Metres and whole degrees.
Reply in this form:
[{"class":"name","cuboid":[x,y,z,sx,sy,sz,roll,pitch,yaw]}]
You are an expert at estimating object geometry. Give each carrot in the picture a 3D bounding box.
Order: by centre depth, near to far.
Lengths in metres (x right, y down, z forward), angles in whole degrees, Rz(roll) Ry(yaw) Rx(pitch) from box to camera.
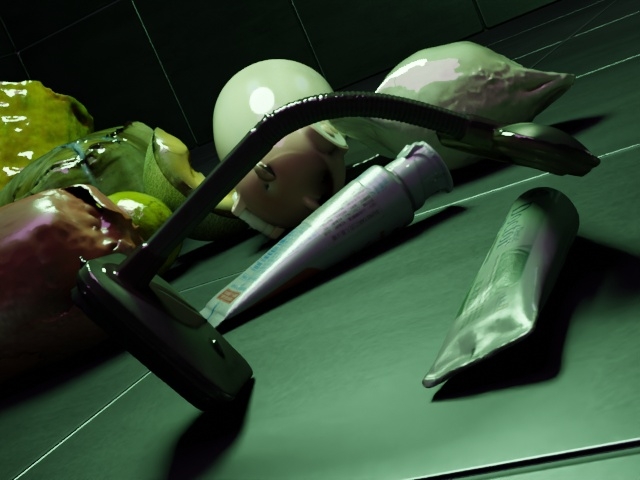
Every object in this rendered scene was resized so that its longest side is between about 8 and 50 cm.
[{"class":"carrot","cuboid":[-0.471,-0.081,1.773,0.241,0.340,0.241,-1,-12,0]}]

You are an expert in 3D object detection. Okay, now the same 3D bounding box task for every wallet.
[{"class":"wallet","cuboid":[0.029,-0.099,1.444,0.124,0.025,0.244,-26,10,-4]}]

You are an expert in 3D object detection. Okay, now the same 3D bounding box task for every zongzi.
[{"class":"zongzi","cuboid":[-0.373,-0.011,1.491,0.393,0.174,0.356,-26,7,0]}]

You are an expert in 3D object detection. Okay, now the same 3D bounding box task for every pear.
[{"class":"pear","cuboid":[-0.209,0.000,1.256,0.107,0.107,0.131,-31,26,-36]}]

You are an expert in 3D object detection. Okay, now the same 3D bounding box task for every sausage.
[{"class":"sausage","cuboid":[-0.284,0.051,1.033,0.280,0.152,0.152,-24,10,9]}]

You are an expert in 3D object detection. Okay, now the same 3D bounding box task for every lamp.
[{"class":"lamp","cuboid":[0.003,-0.018,0.701,0.283,0.124,0.203,-33,0,2]}]

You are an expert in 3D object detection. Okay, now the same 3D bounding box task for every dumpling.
[{"class":"dumpling","cuboid":[0.133,-0.122,1.115,0.216,0.126,0.166,-33,-17,1]}]

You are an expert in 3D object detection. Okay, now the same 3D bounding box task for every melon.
[{"class":"melon","cuboid":[-0.150,-0.040,1.309,0.128,0.160,0.079,-53,5,45]}]

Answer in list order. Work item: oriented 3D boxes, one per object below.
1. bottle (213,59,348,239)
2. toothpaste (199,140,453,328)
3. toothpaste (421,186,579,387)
[{"class":"bottle","cuboid":[-0.038,-0.094,1.221,0.147,0.147,0.236,-23,26,4]},{"class":"toothpaste","cuboid":[0.000,0.000,0.928,0.234,0.057,0.089,-33,10,-12]},{"class":"toothpaste","cuboid":[0.107,0.016,0.617,0.064,0.041,0.218,-31,8,29]}]
